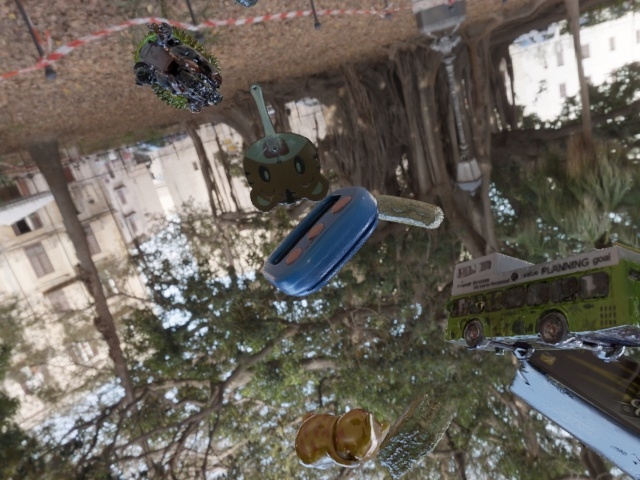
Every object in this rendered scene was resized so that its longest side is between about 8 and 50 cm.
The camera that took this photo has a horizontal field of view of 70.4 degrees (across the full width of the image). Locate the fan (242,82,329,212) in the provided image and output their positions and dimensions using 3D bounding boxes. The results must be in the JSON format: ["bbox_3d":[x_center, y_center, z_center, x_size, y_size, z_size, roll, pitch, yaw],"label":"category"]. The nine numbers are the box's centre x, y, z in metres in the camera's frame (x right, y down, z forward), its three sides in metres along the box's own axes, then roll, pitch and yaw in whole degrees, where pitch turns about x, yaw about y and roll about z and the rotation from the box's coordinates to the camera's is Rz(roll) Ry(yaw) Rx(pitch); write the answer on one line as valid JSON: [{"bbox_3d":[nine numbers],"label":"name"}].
[{"bbox_3d":[-0.079,-0.163,0.800,0.153,0.226,0.008,-12,-162,14],"label":"fan"}]

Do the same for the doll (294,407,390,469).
[{"bbox_3d":[0.054,0.577,1.319,0.270,0.167,0.162,-14,-119,27],"label":"doll"}]

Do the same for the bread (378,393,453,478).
[{"bbox_3d":[0.230,0.491,1.143,0.102,0.196,0.138,41,-147,18],"label":"bread"}]

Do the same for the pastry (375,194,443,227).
[{"bbox_3d":[0.277,-0.094,1.497,0.259,0.089,0.121,17,176,32],"label":"pastry"}]

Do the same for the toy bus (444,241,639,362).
[{"bbox_3d":[0.295,0.083,0.601,0.113,0.139,0.302,15,162,-18],"label":"toy bus"}]

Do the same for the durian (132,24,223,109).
[{"bbox_3d":[-0.392,-0.474,1.276,0.200,0.237,0.176,-52,-178,-1],"label":"durian"}]

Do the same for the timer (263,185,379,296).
[{"bbox_3d":[0.000,0.000,1.216,0.340,0.115,0.309,-48,-163,-10],"label":"timer"}]

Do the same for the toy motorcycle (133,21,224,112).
[{"bbox_3d":[-0.324,-0.380,0.997,0.134,0.207,0.401,-54,-167,9],"label":"toy motorcycle"}]

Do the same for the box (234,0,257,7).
[{"bbox_3d":[-0.184,-0.638,1.030,0.129,0.148,0.210,19,-144,-26],"label":"box"}]

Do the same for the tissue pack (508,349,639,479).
[{"bbox_3d":[0.692,0.384,1.120,0.198,0.209,0.370,-36,-128,-28],"label":"tissue pack"}]
